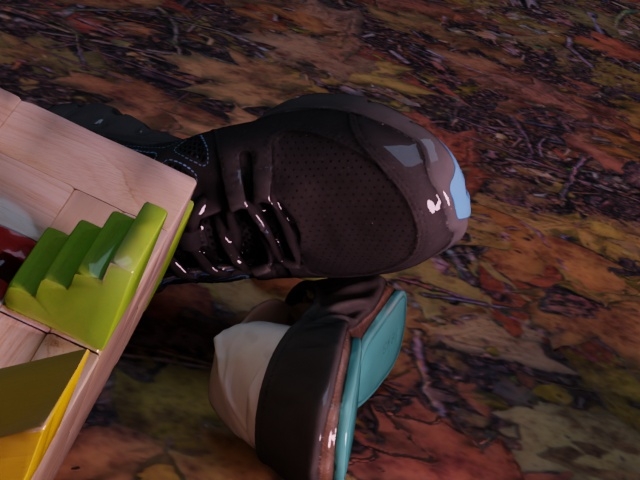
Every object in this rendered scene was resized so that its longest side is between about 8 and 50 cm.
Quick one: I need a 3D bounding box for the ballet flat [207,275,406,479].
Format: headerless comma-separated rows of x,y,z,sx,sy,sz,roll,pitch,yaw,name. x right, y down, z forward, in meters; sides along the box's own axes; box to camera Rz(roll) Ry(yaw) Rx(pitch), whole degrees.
-0.012,0.081,0.931,0.096,0.095,0.280,9,11,8,ballet flat

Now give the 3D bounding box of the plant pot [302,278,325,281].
0.000,0.000,1.147,0.079,0.083,0.083,23,19,-17,plant pot

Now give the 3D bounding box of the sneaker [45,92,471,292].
-0.073,-0.008,0.978,0.340,0.125,0.140,0,32,29,sneaker

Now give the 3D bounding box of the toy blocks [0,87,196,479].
-0.226,0.028,0.684,0.260,0.191,0.381,25,36,-1,toy blocks
